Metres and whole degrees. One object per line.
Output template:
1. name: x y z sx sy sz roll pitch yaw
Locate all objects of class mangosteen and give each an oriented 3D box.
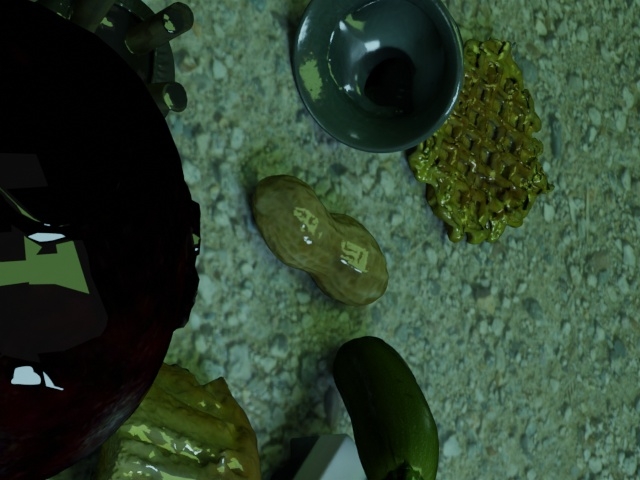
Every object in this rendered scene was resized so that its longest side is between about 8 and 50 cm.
1. mangosteen: -0.287 -0.002 0.983 0.421 0.381 0.381 5 79 -44

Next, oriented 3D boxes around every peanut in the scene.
1. peanut: 0.000 -0.002 1.474 0.193 0.089 0.089 40 56 -33

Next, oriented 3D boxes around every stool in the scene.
1. stool: -0.188 -0.142 1.273 0.153 0.139 0.228 -42 108 -40

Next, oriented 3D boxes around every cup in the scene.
1. cup: 0.087 -0.206 1.554 0.150 0.199 0.199 -28 103 -63

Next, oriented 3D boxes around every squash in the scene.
1. squash: 0.069 0.182 1.382 0.087 0.087 0.331 55 8 -22

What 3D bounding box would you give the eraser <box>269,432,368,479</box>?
1. eraser: -0.071 0.363 1.319 0.098 0.096 0.404 53 49 -22

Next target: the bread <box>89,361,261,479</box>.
1. bread: -0.133 0.219 1.246 0.174 0.133 0.252 23 65 -21

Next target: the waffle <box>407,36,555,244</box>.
1. waffle: 0.195 -0.124 1.715 0.254 0.052 0.245 -33 107 -42
